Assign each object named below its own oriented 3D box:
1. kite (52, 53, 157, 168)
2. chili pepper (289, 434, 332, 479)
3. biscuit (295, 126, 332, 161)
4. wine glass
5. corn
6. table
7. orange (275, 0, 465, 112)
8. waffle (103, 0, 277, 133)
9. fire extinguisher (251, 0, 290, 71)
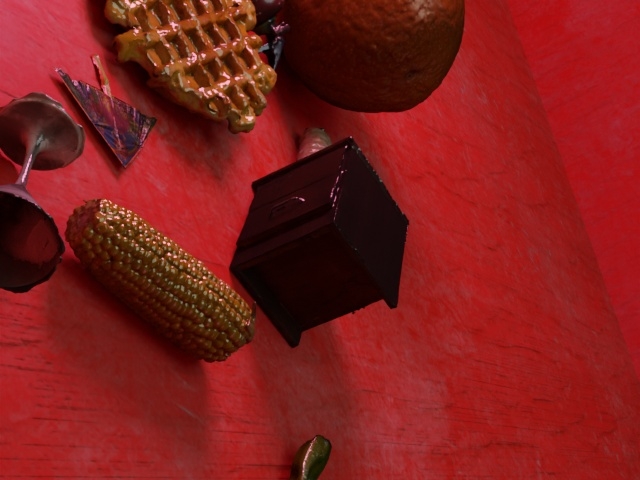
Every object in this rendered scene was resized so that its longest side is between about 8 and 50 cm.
[{"bbox_3d":[-0.250,-0.154,1.329,0.190,0.010,0.159,27,44,-57],"label":"kite"},{"bbox_3d":[-0.018,0.319,1.327,0.052,0.050,0.202,65,21,-45],"label":"chili pepper"},{"bbox_3d":[-0.014,-0.097,1.700,0.219,0.055,0.061,-79,149,-51],"label":"biscuit"},{"bbox_3d":[-0.284,-0.054,1.053,0.122,0.122,0.183,49,25,-33],"label":"wine glass"},{"bbox_3d":[-0.170,0.046,1.213,0.260,0.091,0.091,45,72,-38],"label":"corn"},{"bbox_3d":[0.000,0.000,1.505,0.172,0.169,0.193,53,29,-26],"label":"table"},{"bbox_3d":[0.071,-0.387,1.822,0.322,0.322,0.357,30,33,-52],"label":"orange"},{"bbox_3d":[-0.180,-0.297,1.509,0.325,0.068,0.302,32,42,-44],"label":"waffle"},{"bbox_3d":[-0.142,-0.396,1.674,0.138,0.102,0.344,-37,105,-32],"label":"fire extinguisher"}]
